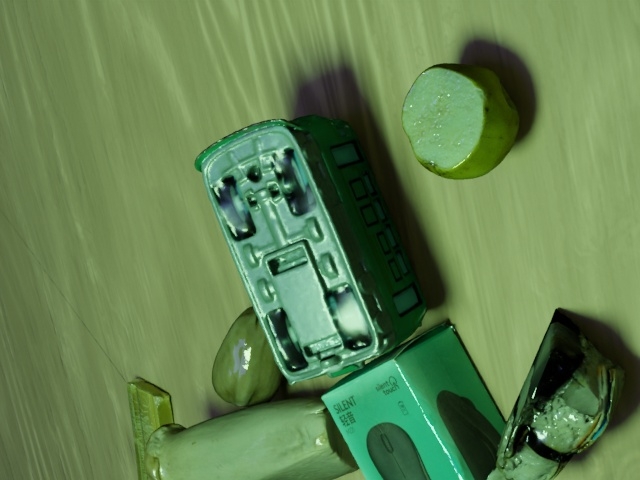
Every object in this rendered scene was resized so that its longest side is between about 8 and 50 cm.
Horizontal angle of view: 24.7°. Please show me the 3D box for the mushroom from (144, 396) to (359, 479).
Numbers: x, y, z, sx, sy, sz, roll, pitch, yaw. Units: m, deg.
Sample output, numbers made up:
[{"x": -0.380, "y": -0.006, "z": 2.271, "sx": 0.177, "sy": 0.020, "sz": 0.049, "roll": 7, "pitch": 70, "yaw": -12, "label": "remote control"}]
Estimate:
[{"x": -0.095, "y": 0.320, "z": 2.238, "sx": 0.407, "sy": 0.154, "sz": 0.137, "roll": -14, "pitch": 81, "yaw": 40, "label": "mushroom"}]

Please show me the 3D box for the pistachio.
[{"x": -0.108, "y": 0.184, "z": 2.261, "sx": 0.108, "sy": 0.126, "sz": 0.185, "roll": 14, "pitch": 127, "yaw": -3, "label": "pistachio"}]

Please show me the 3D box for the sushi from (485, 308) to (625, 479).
[{"x": 0.290, "y": 0.231, "z": 1.795, "sx": 0.109, "sy": 0.134, "sz": 0.272, "roll": 21, "pitch": 120, "yaw": 5, "label": "sushi"}]

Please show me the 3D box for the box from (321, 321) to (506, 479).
[{"x": 0.156, "y": 0.293, "z": 1.981, "sx": 0.205, "sy": 0.118, "sz": 0.311, "roll": -34, "pitch": 83, "yaw": 51, "label": "box"}]

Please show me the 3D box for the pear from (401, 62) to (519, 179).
[{"x": 0.174, "y": -0.142, "z": 1.738, "sx": 0.141, "sy": 0.104, "sz": 0.141, "roll": -1, "pitch": 89, "yaw": 36, "label": "pear"}]

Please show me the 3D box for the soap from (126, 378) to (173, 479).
[{"x": -0.300, "y": 0.372, "z": 2.644, "sx": 0.092, "sy": 0.037, "sz": 0.252, "roll": 22, "pitch": 125, "yaw": 41, "label": "soap"}]

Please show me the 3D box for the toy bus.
[{"x": 0.000, "y": 0.000, "z": 1.937, "sx": 0.184, "sy": 0.199, "sz": 0.343, "roll": -21, "pitch": 92, "yaw": 33, "label": "toy bus"}]
